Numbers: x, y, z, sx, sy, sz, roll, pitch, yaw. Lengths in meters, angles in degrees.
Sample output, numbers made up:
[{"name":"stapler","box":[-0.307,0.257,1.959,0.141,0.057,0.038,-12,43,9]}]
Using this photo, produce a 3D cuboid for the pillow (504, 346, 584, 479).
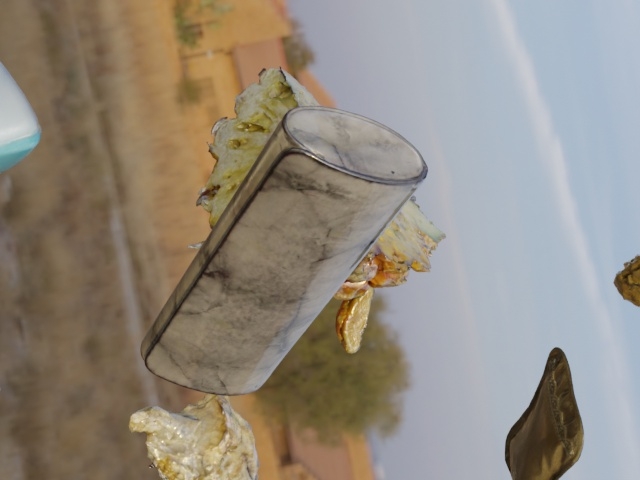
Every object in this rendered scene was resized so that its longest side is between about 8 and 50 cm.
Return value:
[{"name":"pillow","box":[0.237,0.216,1.431,0.217,0.033,0.130,105,-17,-51]}]

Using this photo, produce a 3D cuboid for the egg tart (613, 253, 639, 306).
[{"name":"egg tart","box":[0.579,0.061,1.701,0.339,0.351,0.153,-29,-125,57]}]

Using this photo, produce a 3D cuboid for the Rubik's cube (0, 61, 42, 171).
[{"name":"Rubik's cube","box":[-0.337,-0.079,1.009,0.254,0.254,0.254,169,-90,-90]}]

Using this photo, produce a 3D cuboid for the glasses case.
[{"name":"glasses case","box":[-0.036,0.019,1.017,0.299,0.114,0.060,126,-29,-45]}]

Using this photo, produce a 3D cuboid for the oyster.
[{"name":"oyster","box":[-0.144,0.258,1.618,0.081,0.191,0.163,136,-33,-55]}]

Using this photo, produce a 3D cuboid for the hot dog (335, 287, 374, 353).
[{"name":"hot dog","box":[0.037,0.091,1.616,0.030,0.034,0.090,28,-75,65]}]

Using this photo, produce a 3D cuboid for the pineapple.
[{"name":"pineapple","box":[0.002,0.001,1.623,0.286,0.209,0.344,35,23,-42]}]
